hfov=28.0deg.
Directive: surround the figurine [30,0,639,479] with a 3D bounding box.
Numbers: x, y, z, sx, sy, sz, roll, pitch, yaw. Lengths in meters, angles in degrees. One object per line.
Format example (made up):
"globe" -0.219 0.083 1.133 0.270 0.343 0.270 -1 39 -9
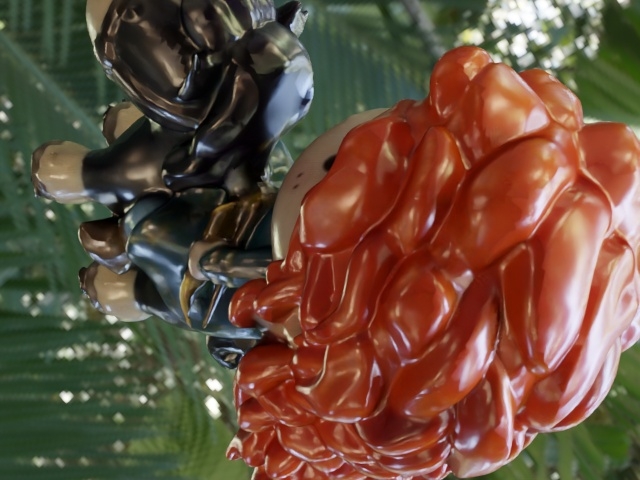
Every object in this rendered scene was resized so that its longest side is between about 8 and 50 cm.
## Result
"figurine" -0.006 -0.009 0.760 0.412 0.306 0.241 35 -148 30
